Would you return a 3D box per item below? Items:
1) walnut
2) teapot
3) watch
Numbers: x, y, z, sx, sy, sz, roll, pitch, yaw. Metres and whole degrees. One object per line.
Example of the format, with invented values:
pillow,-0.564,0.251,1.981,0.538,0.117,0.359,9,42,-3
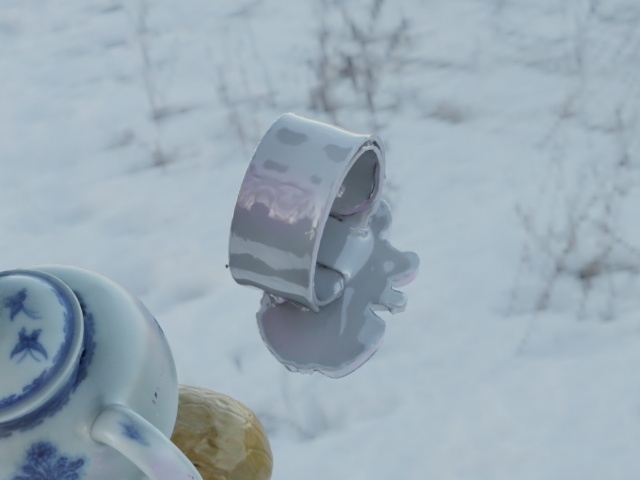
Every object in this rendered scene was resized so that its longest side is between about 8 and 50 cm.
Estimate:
walnut,-0.172,0.279,2.357,0.221,0.195,0.195,19,18,-4
teapot,-0.263,0.128,1.684,0.424,0.280,0.252,30,70,32
watch,0.000,0.000,2.000,0.196,0.231,0.244,18,62,15
